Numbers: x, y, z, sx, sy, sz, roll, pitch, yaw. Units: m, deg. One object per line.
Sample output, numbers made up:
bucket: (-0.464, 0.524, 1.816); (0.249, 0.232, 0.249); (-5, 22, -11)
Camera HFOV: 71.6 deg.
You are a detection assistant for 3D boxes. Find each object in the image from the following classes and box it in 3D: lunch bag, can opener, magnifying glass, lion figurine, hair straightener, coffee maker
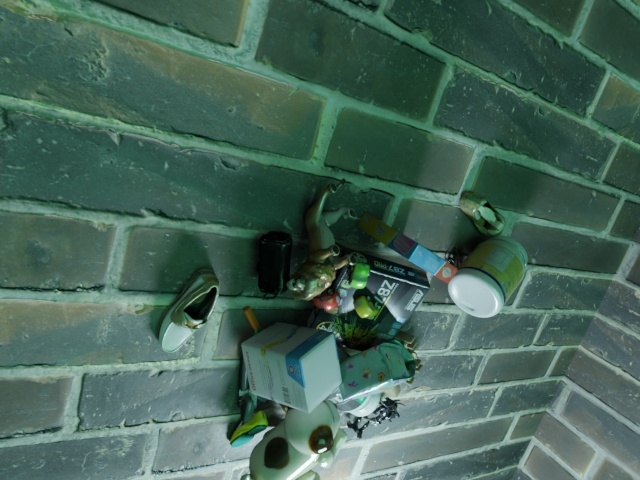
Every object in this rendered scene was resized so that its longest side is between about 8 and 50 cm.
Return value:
lunch bag: (0.207, 0.471, 1.619); (0.223, 0.160, 0.262); (-31, 155, 26)
can opener: (-0.262, 0.541, 1.657); (0.074, 0.093, 0.281); (-5, 109, -30)
magnifying glass: (-0.221, 0.334, 1.606); (0.092, 0.026, 0.231); (-47, 128, -40)
lion figurine: (0.000, 0.000, 1.470); (0.142, 0.240, 0.393); (24, 58, -30)
hair straightener: (0.600, 0.128, 1.992); (0.088, 0.047, 0.231); (-24, 122, -20)
coffee maker: (-0.145, 0.076, 1.455); (0.120, 0.171, 0.179); (-1, 112, -12)

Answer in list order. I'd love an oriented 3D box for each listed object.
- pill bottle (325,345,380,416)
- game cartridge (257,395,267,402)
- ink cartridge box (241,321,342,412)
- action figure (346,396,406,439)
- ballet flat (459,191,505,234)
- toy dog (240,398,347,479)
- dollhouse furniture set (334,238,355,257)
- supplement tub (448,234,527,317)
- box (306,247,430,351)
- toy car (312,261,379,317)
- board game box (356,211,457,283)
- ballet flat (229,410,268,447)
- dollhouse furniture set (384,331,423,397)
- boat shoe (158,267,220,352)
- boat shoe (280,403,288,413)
pill bottle: (0.084, 0.567, 1.796); (0.204, 0.204, 0.361); (-47, 127, -3)
game cartridge: (-0.214, 0.598, 1.753); (0.083, 0.017, 0.056); (-48, 123, -3)
ink cartridge box: (-0.100, 0.423, 1.527); (0.197, 0.269, 0.199); (-25, 112, -49)
action figure: (0.252, 0.786, 2.041); (0.275, 0.141, 0.164); (-37, 125, 9)
ballet flat: (0.728, -0.096, 1.923); (0.348, 0.123, 0.123); (31, 94, -37)
toy dog: (-0.088, 0.727, 1.643); (0.395, 0.285, 0.408); (8, 125, -37)
dollhouse furniture set: (0.103, 0.137, 1.639); (0.301, 0.151, 0.198); (28, 96, -36)
supplement tub: (0.732, 0.147, 1.921); (0.331, 0.240, 0.241); (-39, 128, -34)
box: (0.158, 0.234, 1.601); (0.317, 0.097, 0.395); (17, 125, -14)
toy car: (0.105, 0.169, 1.460); (0.238, 0.053, 0.225); (13, 126, -8)
board game box: (0.307, 0.022, 1.604); (0.242, 0.316, 0.064); (28, 96, -36)
ballet flat: (-0.279, 0.729, 1.726); (0.077, 0.077, 0.231); (19, 131, -35)
dollhouse furniture set: (0.324, 0.556, 2.003); (0.242, 0.160, 0.212); (-46, 130, -32)
boat shoe: (-0.420, 0.236, 1.407); (0.113, 0.103, 0.303); (25, 98, -36)
boat shoe: (-0.127, 0.653, 1.793); (0.068, 0.072, 0.190); (-25, 123, -19)
